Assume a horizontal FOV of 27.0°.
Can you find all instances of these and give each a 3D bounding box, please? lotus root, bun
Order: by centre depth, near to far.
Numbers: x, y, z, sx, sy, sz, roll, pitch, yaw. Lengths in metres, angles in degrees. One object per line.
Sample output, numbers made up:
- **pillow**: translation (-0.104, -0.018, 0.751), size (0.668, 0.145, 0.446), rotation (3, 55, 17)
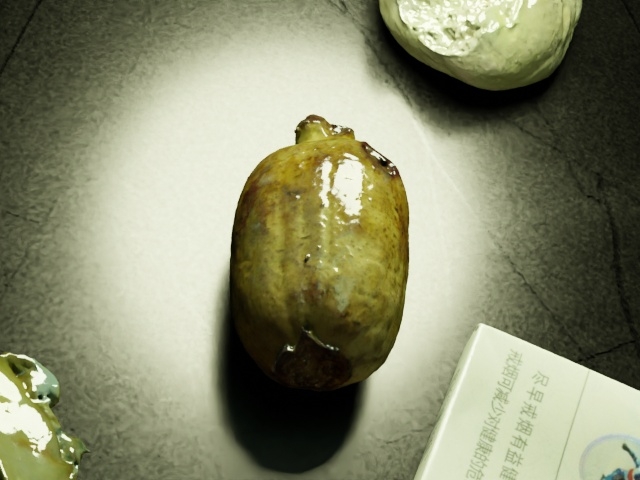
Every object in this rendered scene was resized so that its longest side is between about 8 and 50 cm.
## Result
- **lotus root**: translation (0.000, 0.000, 1.073), size (0.145, 0.128, 0.260), rotation (2, 53, 0)
- **bun**: translation (0.162, -0.257, 1.299), size (0.209, 0.116, 0.237), rotation (15, 51, -4)

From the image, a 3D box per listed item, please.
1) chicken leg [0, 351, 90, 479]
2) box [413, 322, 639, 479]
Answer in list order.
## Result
- **chicken leg**: translation (-0.198, 0.246, 0.703), size (0.201, 0.153, 0.429), rotation (-1, 39, -23)
- **box**: translation (0.208, 0.190, 1.027), size (0.256, 0.069, 0.164), rotation (24, 54, 4)
